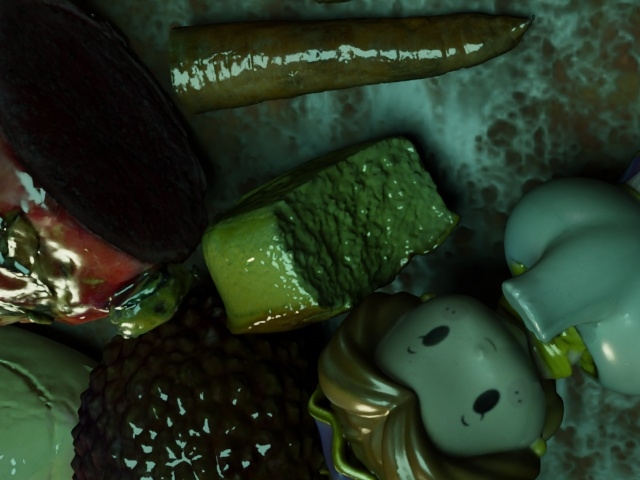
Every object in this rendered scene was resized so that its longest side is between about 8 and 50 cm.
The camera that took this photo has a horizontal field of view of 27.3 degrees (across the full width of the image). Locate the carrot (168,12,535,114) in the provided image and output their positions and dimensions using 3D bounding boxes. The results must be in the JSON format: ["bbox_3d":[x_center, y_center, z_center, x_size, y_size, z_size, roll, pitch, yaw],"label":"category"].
[{"bbox_3d":[0.019,-0.112,0.799,0.224,0.057,0.057,-3,113,16],"label":"carrot"}]

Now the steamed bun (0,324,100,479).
[{"bbox_3d":[-0.263,0.153,0.962,0.239,0.152,0.170,13,117,12],"label":"steamed bun"}]

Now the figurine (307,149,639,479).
[{"bbox_3d":[0.107,0.066,0.748,0.263,0.189,0.142,-36,67,0],"label":"figurine"}]

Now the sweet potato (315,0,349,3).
[{"bbox_3d":[0.137,-0.197,0.680,0.359,0.112,0.112,-18,106,30],"label":"sweet potato"}]

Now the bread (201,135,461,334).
[{"bbox_3d":[-0.004,0.000,0.808,0.125,0.156,0.086,-9,109,53],"label":"bread"}]

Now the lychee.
[{"bbox_3d":[-0.080,0.121,0.870,0.188,0.188,0.188,8,116,17],"label":"lychee"}]

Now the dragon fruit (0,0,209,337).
[{"bbox_3d":[-0.184,-0.047,0.823,0.147,0.211,0.282,-36,72,24],"label":"dragon fruit"}]
